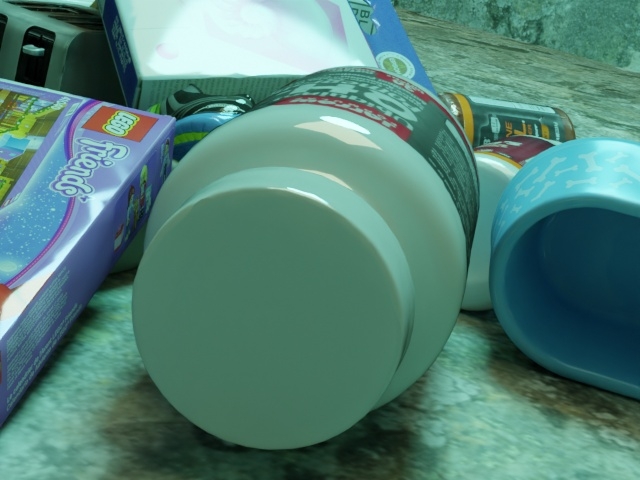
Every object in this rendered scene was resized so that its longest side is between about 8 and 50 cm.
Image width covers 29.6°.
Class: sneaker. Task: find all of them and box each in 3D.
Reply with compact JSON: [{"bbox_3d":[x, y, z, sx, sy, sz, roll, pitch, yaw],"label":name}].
[{"bbox_3d":[-0.126,-0.092,1.043,0.188,0.067,0.078,-3,33,41],"label":"sneaker"}]

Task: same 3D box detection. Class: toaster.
[{"bbox_3d":[-0.259,-0.181,1.267,0.168,0.110,0.186,24,20,35],"label":"toaster"}]

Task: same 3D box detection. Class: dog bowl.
[{"bbox_3d":[0.249,0.038,0.798,0.297,0.165,0.074,16,28,15],"label":"dog bowl"}]

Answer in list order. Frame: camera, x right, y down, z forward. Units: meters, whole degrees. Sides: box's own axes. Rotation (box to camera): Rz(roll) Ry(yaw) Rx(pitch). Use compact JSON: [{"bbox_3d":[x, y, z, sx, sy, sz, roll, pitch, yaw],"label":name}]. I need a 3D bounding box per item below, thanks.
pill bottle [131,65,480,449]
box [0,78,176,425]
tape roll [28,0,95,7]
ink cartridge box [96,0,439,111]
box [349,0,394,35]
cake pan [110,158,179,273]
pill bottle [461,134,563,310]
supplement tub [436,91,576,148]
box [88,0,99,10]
[{"bbox_3d":[0.000,0.000,0.705,0.176,0.176,0.318,13,16,6],"label":"pill bottle"},{"bbox_3d":[-0.222,-0.010,0.676,0.201,0.057,0.293,13,31,7],"label":"box"},{"bbox_3d":[-0.373,-0.292,1.590,0.286,0.100,0.286,11,17,-3],"label":"tape roll"},{"bbox_3d":[-0.063,-0.259,1.226,0.330,0.071,0.324,-6,53,-22],"label":"ink cartridge box"},{"bbox_3d":[-0.065,-0.259,1.564,0.290,0.169,0.087,15,16,9],"label":"box"},{"bbox_3d":[-0.238,-0.040,0.899,0.293,0.054,0.293,10,16,-3],"label":"cake pan"},{"bbox_3d":[0.155,-0.023,0.992,0.121,0.121,0.221,18,17,21],"label":"pill bottle"},{"bbox_3d":[0.169,-0.104,1.312,0.198,0.106,0.106,4,17,-21],"label":"supplement tub"},{"bbox_3d":[-0.180,-0.242,1.382,0.164,0.201,0.021,23,53,-32],"label":"box"}]
